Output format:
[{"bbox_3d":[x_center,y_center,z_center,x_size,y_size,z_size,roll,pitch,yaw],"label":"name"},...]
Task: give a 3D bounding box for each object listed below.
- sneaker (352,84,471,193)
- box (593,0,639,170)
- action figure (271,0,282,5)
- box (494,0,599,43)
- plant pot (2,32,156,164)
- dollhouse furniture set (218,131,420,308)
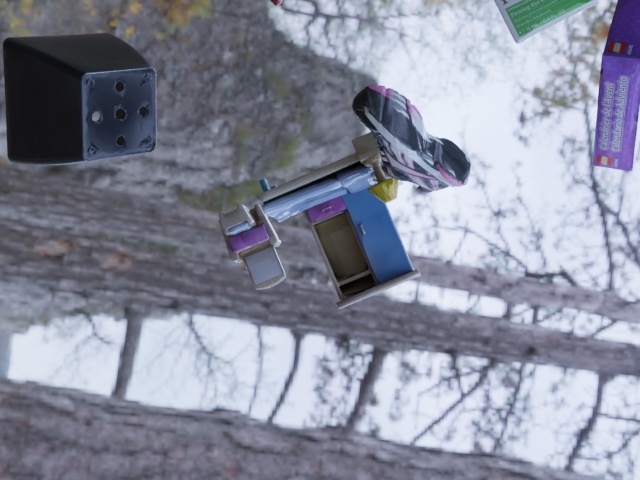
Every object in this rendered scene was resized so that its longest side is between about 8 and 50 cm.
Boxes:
[{"bbox_3d":[0.097,-0.109,1.263,0.077,0.178,0.072,-27,-147,40],"label":"sneaker"},{"bbox_3d":[0.424,-0.267,1.402,0.201,0.057,0.293,76,31,-50],"label":"box"},{"bbox_3d":[0.073,-0.237,0.789,0.091,0.280,0.139,55,-15,30],"label":"action figure"},{"bbox_3d":[0.240,-0.289,1.155,0.101,0.087,0.102,-25,-157,18],"label":"box"},{"bbox_3d":[-0.341,-0.200,1.552,0.167,0.188,0.187,20,-66,42],"label":"plant pot"},{"bbox_3d":[0.000,0.000,1.486,0.303,0.287,0.198,37,30,-85],"label":"dollhouse furniture set"}]
